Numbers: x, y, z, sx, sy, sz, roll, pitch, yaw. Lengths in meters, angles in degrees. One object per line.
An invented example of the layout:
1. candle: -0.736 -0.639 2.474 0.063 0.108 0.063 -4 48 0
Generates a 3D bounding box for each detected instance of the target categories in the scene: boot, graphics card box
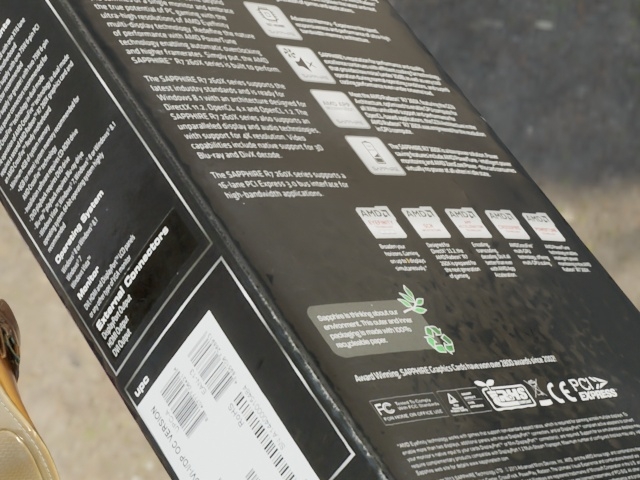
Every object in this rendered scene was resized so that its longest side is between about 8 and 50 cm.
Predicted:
1. boot: -0.230 0.109 1.341 0.073 0.152 0.197 -22 108 5
2. graphics card box: 0.000 0.000 0.791 0.233 0.371 0.094 -1 136 -49
